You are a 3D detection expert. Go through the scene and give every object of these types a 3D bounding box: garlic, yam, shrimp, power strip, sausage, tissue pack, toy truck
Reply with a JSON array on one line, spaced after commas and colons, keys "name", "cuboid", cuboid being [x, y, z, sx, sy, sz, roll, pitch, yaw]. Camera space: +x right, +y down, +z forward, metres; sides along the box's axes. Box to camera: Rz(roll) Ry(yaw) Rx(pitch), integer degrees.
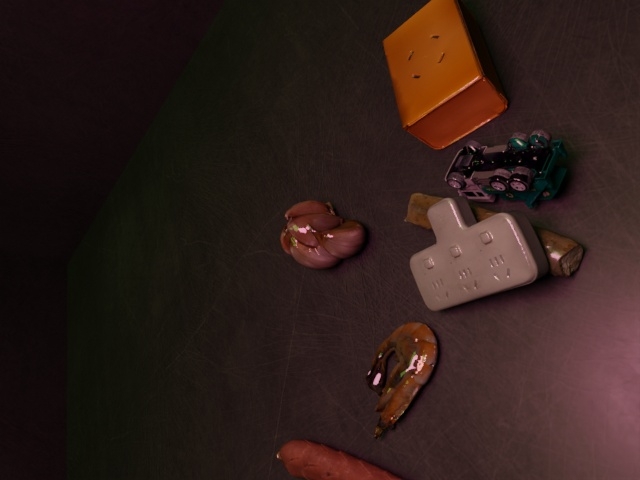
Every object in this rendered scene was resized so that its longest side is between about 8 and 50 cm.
[{"name": "garlic", "cuboid": [0.000, 0.000, 1.206, 0.214, 0.191, 0.160, 38, 129, 36]}, {"name": "yam", "cuboid": [0.313, -0.026, 0.930, 0.371, 0.083, 0.083, 25, 93, 48]}, {"name": "shrimp", "cuboid": [0.149, 0.280, 0.998, 0.255, 0.059, 0.145, -59, 39, 11]}, {"name": "power strip", "cuboid": [0.266, 0.014, 0.886, 0.265, 0.059, 0.194, -35, 73, 53]}, {"name": "sausage", "cuboid": [0.050, 0.494, 1.003, 0.432, 0.087, 0.088, -4, 72, 46]}, {"name": "tissue pack", "cuboid": [0.274, -0.376, 1.060, 0.194, 0.145, 0.275, -30, 55, 39]}, {"name": "toy truck", "cuboid": [0.349, -0.120, 0.891, 0.216, 0.116, 0.110, 6, 62, 56]}]
